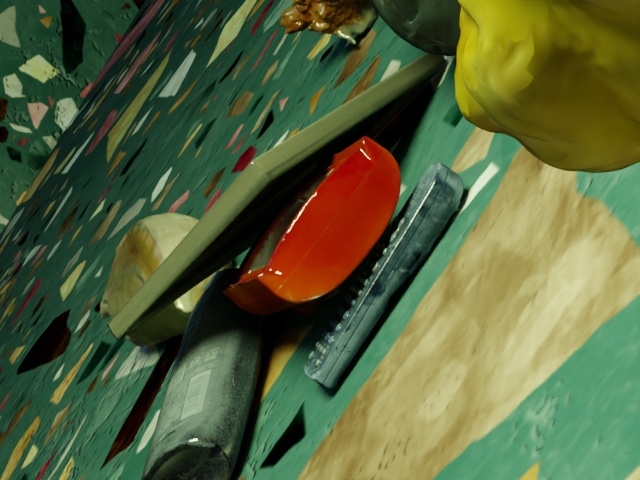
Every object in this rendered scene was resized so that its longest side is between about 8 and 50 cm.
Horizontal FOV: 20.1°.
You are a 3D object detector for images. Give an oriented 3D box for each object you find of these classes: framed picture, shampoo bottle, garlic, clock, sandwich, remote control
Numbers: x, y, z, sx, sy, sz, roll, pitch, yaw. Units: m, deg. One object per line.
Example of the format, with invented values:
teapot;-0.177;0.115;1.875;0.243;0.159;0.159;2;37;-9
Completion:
framed picture;-0.027;-0.035;1.269;0.192;0.018;0.265;-46;-5;35
shampoo bottle;-0.075;0.095;1.249;0.087;0.049;0.234;-46;16;25
garlic;-0.133;0.029;1.541;0.195;0.087;0.101;-21;49;62
clock;0.000;0.000;1.149;0.113;0.061;0.155;-52;4;-10
sandwich;0.044;-0.273;1.636;0.185;0.109;0.160;-74;3;-48
remote control;0.039;0.022;1.095;0.152;0.027;0.043;-56;18;1

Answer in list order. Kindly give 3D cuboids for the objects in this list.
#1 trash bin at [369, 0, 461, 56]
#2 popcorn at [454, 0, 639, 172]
trash bin;0.082;-0.210;1.231;0.175;0.175;0.161;-50;24;21
popcorn;0.135;-0.158;0.601;0.297;0.316;0.281;-59;-5;16
